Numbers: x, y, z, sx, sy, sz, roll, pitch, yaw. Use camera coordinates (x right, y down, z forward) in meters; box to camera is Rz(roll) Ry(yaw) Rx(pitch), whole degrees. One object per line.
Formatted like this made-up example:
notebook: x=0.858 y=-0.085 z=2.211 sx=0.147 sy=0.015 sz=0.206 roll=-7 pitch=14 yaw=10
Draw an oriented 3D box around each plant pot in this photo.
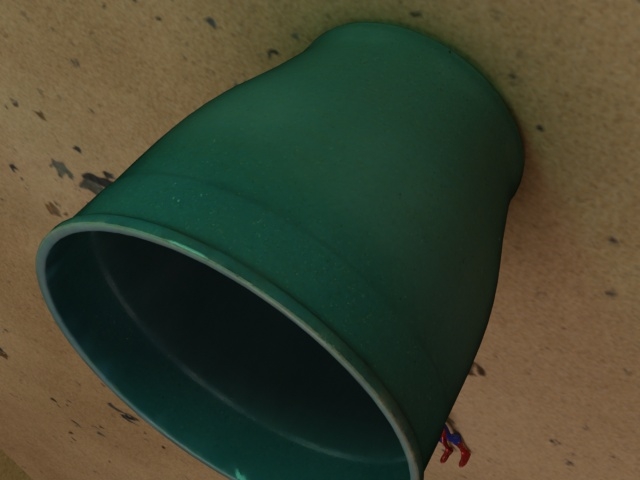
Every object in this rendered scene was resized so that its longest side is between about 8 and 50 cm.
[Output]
plant pot: x=0.000 y=0.000 z=0.732 sx=0.271 sy=0.255 sz=0.272 roll=25 pitch=148 yaw=17

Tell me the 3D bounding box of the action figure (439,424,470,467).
action figure: x=0.112 y=0.181 z=1.090 sx=0.038 sy=0.030 sz=0.115 roll=8 pitch=138 yaw=46
